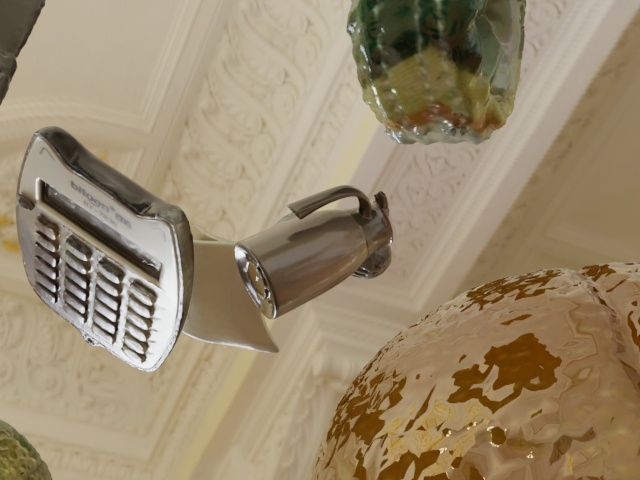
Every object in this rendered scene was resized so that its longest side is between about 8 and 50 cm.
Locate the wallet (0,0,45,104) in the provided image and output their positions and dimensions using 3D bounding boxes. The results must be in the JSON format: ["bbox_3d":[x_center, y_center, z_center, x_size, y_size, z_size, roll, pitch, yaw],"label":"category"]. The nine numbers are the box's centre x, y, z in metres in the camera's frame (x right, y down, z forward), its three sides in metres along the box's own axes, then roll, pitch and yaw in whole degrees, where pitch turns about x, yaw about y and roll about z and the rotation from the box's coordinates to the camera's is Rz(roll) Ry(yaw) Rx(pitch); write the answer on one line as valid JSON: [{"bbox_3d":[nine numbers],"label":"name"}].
[{"bbox_3d":[-0.478,-0.271,1.016,0.406,0.228,0.062,26,-46,-21],"label":"wallet"}]

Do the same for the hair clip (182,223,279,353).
[{"bbox_3d":[-0.181,0.051,1.579,0.113,0.282,0.172,-17,-58,-32],"label":"hair clip"}]

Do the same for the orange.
[{"bbox_3d":[0.136,0.158,0.469,0.322,0.357,0.322,0,-86,1],"label":"orange"}]

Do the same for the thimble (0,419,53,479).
[{"bbox_3d":[-0.507,0.368,1.432,0.271,0.150,0.270,3,-72,8],"label":"thimble"}]

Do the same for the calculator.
[{"bbox_3d":[-0.188,0.021,0.909,0.177,0.040,0.268,35,-40,8],"label":"calculator"}]

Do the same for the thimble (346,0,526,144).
[{"bbox_3d":[0.150,-0.262,1.310,0.167,0.254,0.288,1,-85,27],"label":"thimble"}]

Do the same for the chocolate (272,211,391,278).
[{"bbox_3d":[0.015,0.006,1.430,0.167,0.072,0.072,17,-55,-4],"label":"chocolate"}]

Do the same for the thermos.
[{"bbox_3d":[0.000,0.000,1.309,0.193,0.105,0.137,-24,-47,-19],"label":"thermos"}]
